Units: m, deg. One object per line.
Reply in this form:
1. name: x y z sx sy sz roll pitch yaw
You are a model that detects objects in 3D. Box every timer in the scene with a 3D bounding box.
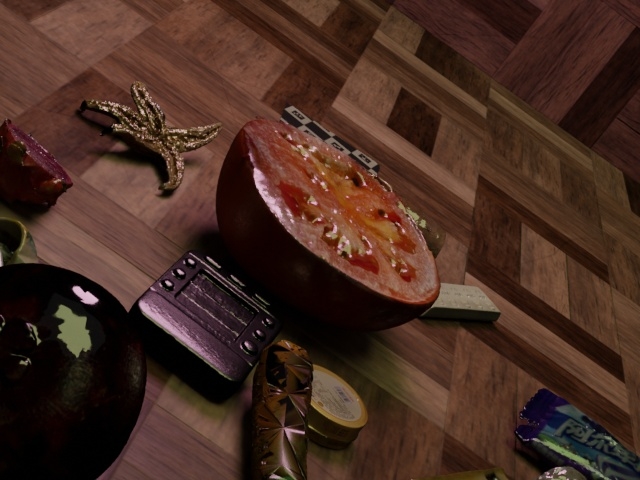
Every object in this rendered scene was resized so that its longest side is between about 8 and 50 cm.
1. timer: -0.126 0.093 1.427 0.144 0.055 0.187 37 26 1

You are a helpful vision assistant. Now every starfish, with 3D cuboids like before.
1. starfish: -0.219 -0.141 1.757 0.238 0.057 0.213 4 46 -48

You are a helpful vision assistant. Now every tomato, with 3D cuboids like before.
1. tomato: -0.008 0.004 1.661 0.338 0.143 0.338 32 26 -18

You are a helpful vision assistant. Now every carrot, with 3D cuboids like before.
1. carrot: -0.040 0.190 1.320 0.069 0.069 0.228 29 29 -18

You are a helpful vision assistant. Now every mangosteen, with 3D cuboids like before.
1. mangosteen: -0.235 0.118 1.033 0.210 0.210 0.210 31 22 -14

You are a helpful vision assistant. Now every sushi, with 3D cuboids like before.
1. sushi: -0.002 -0.110 2.035 0.193 0.043 0.279 33 22 -8

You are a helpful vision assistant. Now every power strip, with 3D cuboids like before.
1. power strip: 0.193 0.093 1.940 0.253 0.027 0.060 8 36 -51

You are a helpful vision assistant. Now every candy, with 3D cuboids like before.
1. candy: 0.381 0.314 1.731 0.275 0.070 0.145 42 30 8

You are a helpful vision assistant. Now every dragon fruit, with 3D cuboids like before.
1. dragon fruit: -0.333 -0.076 1.441 0.112 0.068 0.126 45 3 -26

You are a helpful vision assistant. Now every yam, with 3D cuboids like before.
1. yam: 0.128 -0.021 2.000 0.127 0.084 0.084 34 22 -10

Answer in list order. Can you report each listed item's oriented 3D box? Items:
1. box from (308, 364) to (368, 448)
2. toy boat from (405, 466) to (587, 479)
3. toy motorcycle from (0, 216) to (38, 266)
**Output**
1. box: 0.003 0.186 1.449 0.105 0.037 0.105 31 21 -14
2. toy boat: 0.141 0.298 1.311 0.162 0.136 0.445 44 23 30
3. toy motorcycle: -0.340 0.029 1.120 0.229 0.129 0.094 11 31 -48
